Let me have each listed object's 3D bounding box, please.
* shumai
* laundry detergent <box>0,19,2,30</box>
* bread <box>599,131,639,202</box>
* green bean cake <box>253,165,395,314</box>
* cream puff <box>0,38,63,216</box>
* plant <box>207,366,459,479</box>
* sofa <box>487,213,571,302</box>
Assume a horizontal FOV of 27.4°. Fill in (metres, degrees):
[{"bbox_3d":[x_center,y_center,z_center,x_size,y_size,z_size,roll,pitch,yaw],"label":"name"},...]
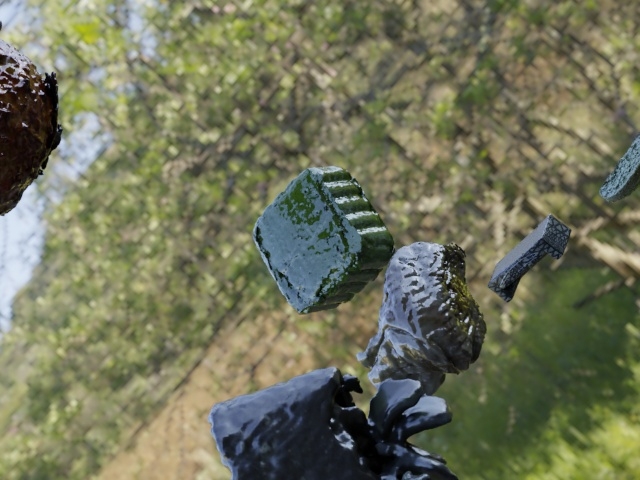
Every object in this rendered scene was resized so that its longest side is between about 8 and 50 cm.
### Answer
[{"bbox_3d":[0.129,0.122,1.928,0.185,0.218,0.184,-28,-34,25],"label":"shumai"},{"bbox_3d":[-0.661,-0.380,2.239,0.253,0.091,0.181,2,-41,-46],"label":"laundry detergent"},{"bbox_3d":[0.449,-0.123,1.766,0.193,0.036,0.112,-54,-22,4],"label":"bread"},{"bbox_3d":[0.000,0.000,2.236,0.200,0.214,0.113,-45,-22,30],"label":"green bean cake"},{"bbox_3d":[-0.572,-0.167,1.987,0.350,0.350,0.228,-49,-37,5],"label":"cream puff"},{"bbox_3d":[0.014,0.241,1.531,0.276,0.188,0.199,-10,-13,-5],"label":"plant"},{"bbox_3d":[0.267,0.024,1.678,0.118,0.039,0.060,-49,5,41],"label":"sofa"}]
